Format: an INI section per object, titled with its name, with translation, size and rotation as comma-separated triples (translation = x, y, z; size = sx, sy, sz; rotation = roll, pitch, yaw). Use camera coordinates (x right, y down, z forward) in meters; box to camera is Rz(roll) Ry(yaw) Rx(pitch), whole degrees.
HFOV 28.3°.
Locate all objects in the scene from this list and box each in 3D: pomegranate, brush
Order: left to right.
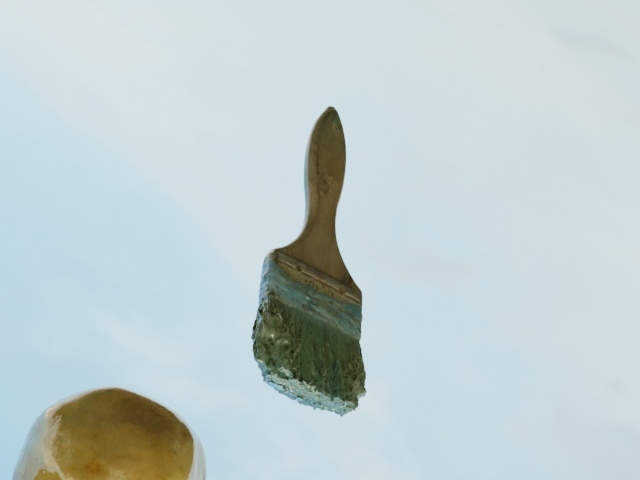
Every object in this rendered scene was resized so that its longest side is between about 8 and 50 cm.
[pomegranate]
translation = -0.178, 0.223, 1.124
size = 0.196, 0.196, 0.196
rotation = 25, -158, -11
[brush]
translation = 0.000, 0.000, 0.686
size = 0.070, 0.021, 0.196
rotation = 27, -131, -27
